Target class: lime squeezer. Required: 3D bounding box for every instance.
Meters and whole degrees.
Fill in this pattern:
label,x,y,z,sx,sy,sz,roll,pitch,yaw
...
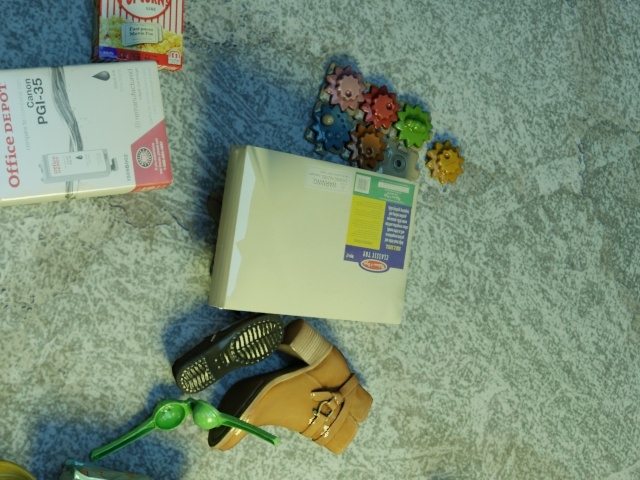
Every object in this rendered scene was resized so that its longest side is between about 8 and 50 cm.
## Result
label,x,y,z,sx,sy,sz,roll,pitch,yaw
lime squeezer,-0.217,0.299,1.791,0.310,0.110,0.059,-6,111,8

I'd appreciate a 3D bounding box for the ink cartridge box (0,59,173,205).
label,x,y,z,sx,sy,sz,roll,pitch,yaw
ink cartridge box,-0.395,-0.168,1.727,0.283,0.117,0.207,-9,93,-28

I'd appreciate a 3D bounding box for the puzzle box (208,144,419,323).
label,x,y,z,sx,sy,sz,roll,pitch,yaw
puzzle box,0.000,0.000,1.904,0.409,0.052,0.272,9,88,-41

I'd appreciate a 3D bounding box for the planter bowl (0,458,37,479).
label,x,y,z,sx,sy,sz,roll,pitch,yaw
planter bowl,-0.479,0.445,1.653,0.217,0.217,0.090,-70,156,-12

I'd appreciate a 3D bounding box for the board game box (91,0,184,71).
label,x,y,z,sx,sy,sz,roll,pitch,yaw
board game box,-0.303,-0.386,1.823,0.147,0.045,0.193,2,87,-28

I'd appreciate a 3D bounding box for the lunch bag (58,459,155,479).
label,x,y,z,sx,sy,sz,roll,pitch,yaw
lunch bag,-0.301,0.483,1.733,0.262,0.160,0.223,17,80,-20

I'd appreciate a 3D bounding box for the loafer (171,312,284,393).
label,x,y,z,sx,sy,sz,roll,pitch,yaw
loafer,-0.162,0.178,1.856,0.220,0.078,0.080,-25,116,-27

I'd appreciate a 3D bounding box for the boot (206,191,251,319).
label,x,y,z,sx,sy,sz,roll,pitch,yaw
boot,-0.150,0.029,1.870,0.106,0.082,0.219,-43,109,-25

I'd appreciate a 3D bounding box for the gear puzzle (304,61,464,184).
label,x,y,z,sx,sy,sz,roll,pitch,yaw
gear puzzle,0.137,-0.189,2.047,0.339,0.044,0.175,25,77,-25

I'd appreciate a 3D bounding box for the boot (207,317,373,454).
label,x,y,z,sx,sy,sz,roll,pitch,yaw
boot,-0.047,0.305,1.914,0.220,0.109,0.283,50,61,-22
